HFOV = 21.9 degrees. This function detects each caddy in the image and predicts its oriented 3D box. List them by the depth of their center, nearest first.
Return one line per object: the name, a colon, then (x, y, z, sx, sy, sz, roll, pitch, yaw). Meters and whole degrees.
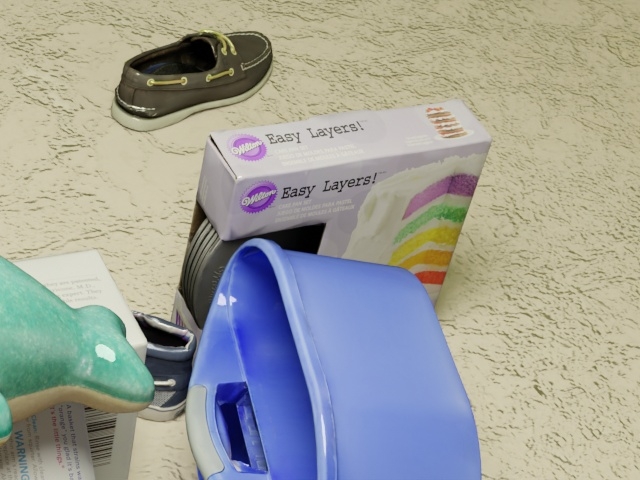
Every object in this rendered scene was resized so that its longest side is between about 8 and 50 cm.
caddy: (-0.016, 0.155, 1.274, 0.179, 0.241, 0.341, 6, 38, -21)

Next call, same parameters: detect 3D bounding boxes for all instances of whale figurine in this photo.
whale figurine: (-0.238, 0.051, 1.103, 0.272, 0.141, 0.216, 7, 27, -28)

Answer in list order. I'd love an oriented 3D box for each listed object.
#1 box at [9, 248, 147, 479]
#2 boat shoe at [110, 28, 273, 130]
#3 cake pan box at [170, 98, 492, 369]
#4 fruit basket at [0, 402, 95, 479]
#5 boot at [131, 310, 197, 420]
box: (-0.244, 0.120, 1.283, 0.182, 0.181, 0.119, -9, 41, -25)
boat shoe: (-0.129, -0.187, 1.789, 0.081, 0.069, 0.228, 36, 43, 24)
cake pan box: (0.000, 0.000, 1.460, 0.267, 0.246, 0.070, -9, 44, -28)
fruit basket: (-0.296, 0.266, 1.089, 0.353, 0.165, 0.327, 3, 64, -38)
boot: (-0.199, 0.088, 1.414, 0.190, 0.086, 0.069, 14, 38, -2)
